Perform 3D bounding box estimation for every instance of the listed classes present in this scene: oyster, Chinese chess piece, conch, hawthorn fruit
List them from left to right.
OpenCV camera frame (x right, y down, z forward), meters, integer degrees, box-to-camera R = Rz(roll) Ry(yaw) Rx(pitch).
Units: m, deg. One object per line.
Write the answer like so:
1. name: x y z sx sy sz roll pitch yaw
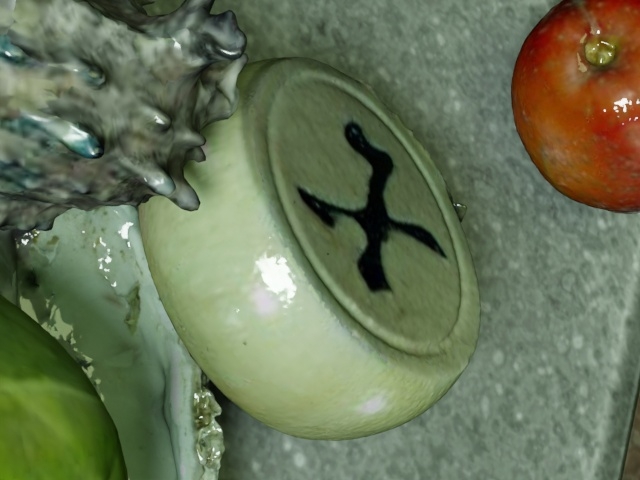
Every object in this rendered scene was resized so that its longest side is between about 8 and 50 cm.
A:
1. conch: -0.177 -0.098 0.576 0.241 0.312 0.186 -57 147 -72
2. oyster: -0.126 0.064 0.661 0.252 0.087 0.199 39 67 -14
3. Chinese chess piece: 0.000 0.000 0.708 0.237 0.092 0.238 36 37 -33
4. hawthorn fruit: 0.224 -0.110 0.892 0.172 0.173 0.173 9 74 -32

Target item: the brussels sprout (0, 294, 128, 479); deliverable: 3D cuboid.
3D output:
1. brussels sprout: -0.206 0.148 0.509 0.219 0.210 0.271 42 98 10
